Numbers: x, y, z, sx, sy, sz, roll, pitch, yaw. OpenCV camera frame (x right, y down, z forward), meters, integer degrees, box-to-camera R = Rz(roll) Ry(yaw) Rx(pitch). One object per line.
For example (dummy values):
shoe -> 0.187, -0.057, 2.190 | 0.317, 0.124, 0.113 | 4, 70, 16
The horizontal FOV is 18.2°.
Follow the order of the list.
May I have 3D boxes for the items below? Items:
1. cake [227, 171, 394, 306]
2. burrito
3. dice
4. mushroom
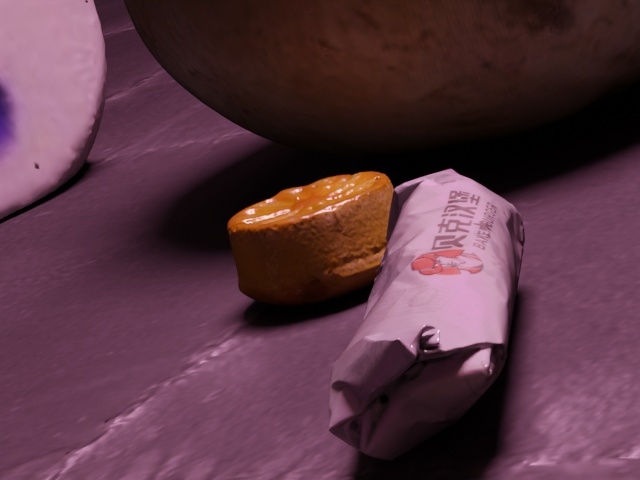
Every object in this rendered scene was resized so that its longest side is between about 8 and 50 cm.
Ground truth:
cake -> 0.000, 0.000, 0.900 | 0.084, 0.044, 0.084 | -16, 14, 4
burrito -> 0.043, 0.023, 0.739 | 0.064, 0.064, 0.203 | -15, 17, 13
dice -> -0.317, -0.127, 1.344 | 0.243, 0.251, 0.259 | -29, 18, -32
mushroom -> 0.062, -0.184, 1.076 | 0.352, 0.260, 0.352 | -15, 21, 6
